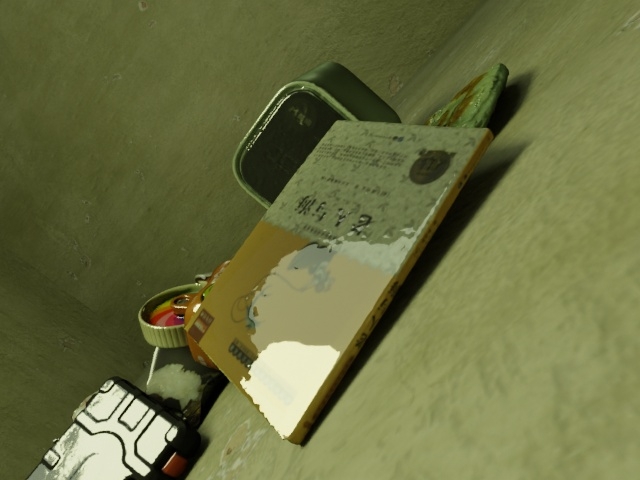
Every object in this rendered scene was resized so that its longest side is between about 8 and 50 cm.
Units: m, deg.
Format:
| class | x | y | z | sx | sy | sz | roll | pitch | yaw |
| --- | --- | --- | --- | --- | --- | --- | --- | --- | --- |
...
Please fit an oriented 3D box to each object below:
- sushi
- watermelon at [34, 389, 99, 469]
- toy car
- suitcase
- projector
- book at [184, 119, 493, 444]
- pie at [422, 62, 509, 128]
| class | x | y | z | sx | sy | sz | roll | pitch | yaw |
| --- | --- | --- | --- | --- | --- | --- | --- | --- | --- |
| sushi | -0.263 | 0.301 | 0.802 | 0.109 | 0.134 | 0.272 | 111 | 175 | -64 |
| watermelon | -0.518 | 0.515 | 1.029 | 0.175 | 0.188 | 0.321 | 77 | -153 | -43 |
| toy car | -0.208 | 0.123 | 0.779 | 0.235 | 0.145 | 0.235 | -4 | 22 | 2 |
| suitcase | -0.333 | 0.362 | 0.627 | 0.206 | 0.066 | 0.285 | 18 | 58 | 30 |
| projector | 0.006 | -0.184 | 0.868 | 0.248 | 0.248 | 0.249 | -46 | 10 | 30 |
| book | 0.003 | 0.004 | 0.536 | 0.269 | 0.032 | 0.388 | 21 | 73 | 49 |
| pie | 0.205 | -0.173 | 0.677 | 0.240 | 0.054 | 0.240 | -49 | 8 | 10 |
